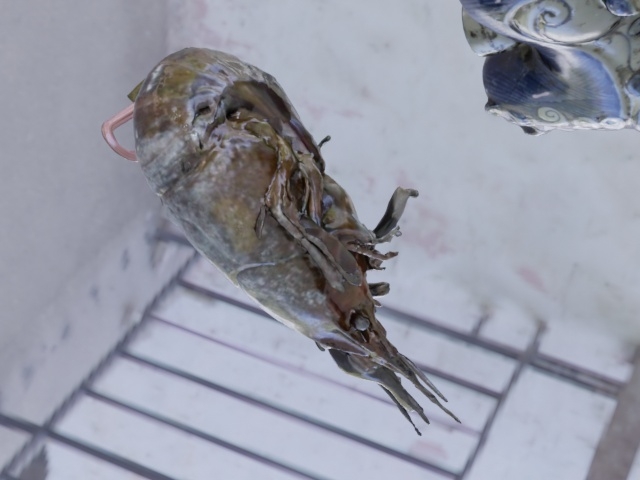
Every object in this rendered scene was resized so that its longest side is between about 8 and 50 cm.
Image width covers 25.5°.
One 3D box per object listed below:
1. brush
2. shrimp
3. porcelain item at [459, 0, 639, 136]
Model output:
[{"bbox_3d":[-0.199,-0.149,1.725,0.047,0.103,0.233,-41,-178,27],"label":"brush"},{"bbox_3d":[-0.006,0.005,1.021,0.116,0.343,0.145,-30,-167,37],"label":"shrimp"},{"bbox_3d":[0.178,-0.175,1.046,0.288,0.186,0.138,36,53,-49],"label":"porcelain item"}]
